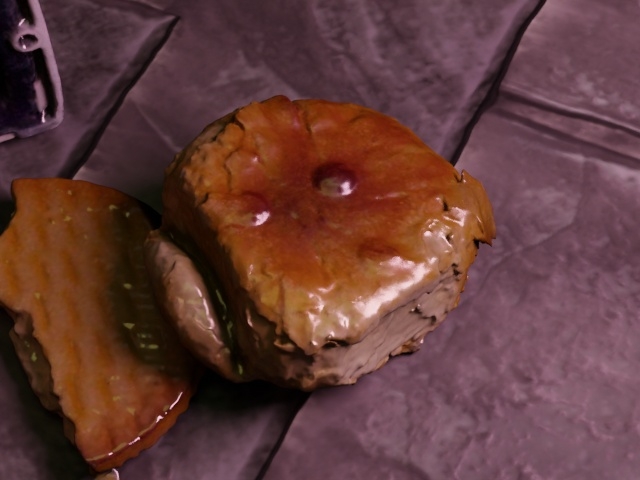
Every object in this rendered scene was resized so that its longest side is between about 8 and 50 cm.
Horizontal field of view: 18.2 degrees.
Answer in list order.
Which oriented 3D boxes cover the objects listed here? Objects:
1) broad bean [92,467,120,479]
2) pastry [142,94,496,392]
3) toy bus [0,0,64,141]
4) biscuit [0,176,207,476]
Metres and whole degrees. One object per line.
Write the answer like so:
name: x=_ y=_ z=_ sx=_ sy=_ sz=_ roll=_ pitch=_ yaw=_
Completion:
broad bean: x=-0.055 y=0.270 z=1.143 sx=0.077 sy=0.061 sz=0.339 roll=-29 pitch=56 yaw=-3
pastry: x=0.000 y=0.000 z=1.305 sx=0.229 sy=0.100 sz=0.218 roll=-1 pitch=50 yaw=-10
toy bus: x=-0.423 y=-0.145 z=1.391 sx=0.440 sy=0.209 sz=0.249 roll=-18 pitch=53 yaw=-7
biscuit: x=-0.156 y=0.055 z=1.330 sx=0.176 sy=0.031 sz=0.228 roll=3 pitch=54 yaw=7
